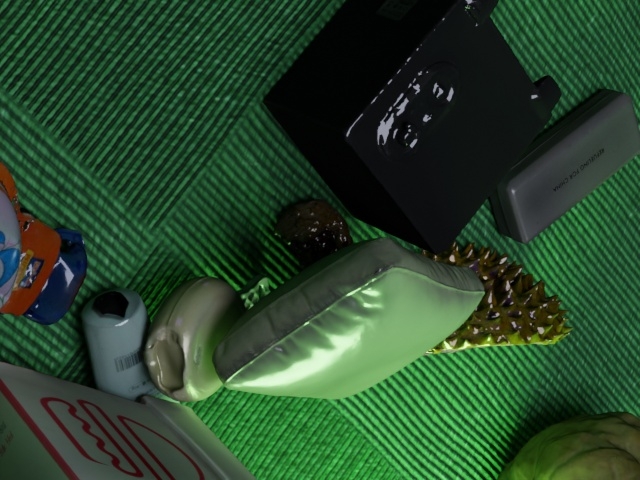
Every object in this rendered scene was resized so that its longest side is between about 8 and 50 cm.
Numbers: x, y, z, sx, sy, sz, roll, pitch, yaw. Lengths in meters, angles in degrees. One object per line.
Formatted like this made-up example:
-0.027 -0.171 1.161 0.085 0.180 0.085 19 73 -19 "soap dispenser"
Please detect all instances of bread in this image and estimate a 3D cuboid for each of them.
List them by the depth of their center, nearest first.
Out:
0.000 0.000 2.046 0.082 0.060 0.113 -47 128 -14 "bread"

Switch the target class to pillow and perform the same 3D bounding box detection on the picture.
0.037 0.095 1.973 0.255 0.120 0.322 -34 160 17 "pillow"

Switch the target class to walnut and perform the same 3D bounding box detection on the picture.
0.378 0.383 2.372 0.277 0.282 0.253 4 142 -47 "walnut"

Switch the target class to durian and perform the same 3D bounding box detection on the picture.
0.214 0.092 2.202 0.260 0.186 0.154 -17 123 -49 "durian"

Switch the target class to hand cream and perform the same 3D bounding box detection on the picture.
-0.203 0.194 1.955 0.109 0.067 0.321 -33 129 -28 "hand cream"

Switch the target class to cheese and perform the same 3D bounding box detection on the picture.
-0.350 0.015 1.717 0.329 0.129 0.217 21 97 -60 "cheese"
-0.118 0.095 1.955 0.227 0.064 0.137 -37 134 -56 "cheese"

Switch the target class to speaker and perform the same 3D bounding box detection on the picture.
0.114 -0.159 2.004 0.254 0.184 0.232 -50 130 -13 "speaker"

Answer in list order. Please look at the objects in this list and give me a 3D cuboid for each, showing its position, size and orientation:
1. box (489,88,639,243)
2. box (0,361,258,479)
0.327 -0.101 2.286 0.243 0.055 0.103 -36 125 -24 "box"
-0.241 0.345 1.779 0.300 0.312 0.314 21 101 -39 "box"
